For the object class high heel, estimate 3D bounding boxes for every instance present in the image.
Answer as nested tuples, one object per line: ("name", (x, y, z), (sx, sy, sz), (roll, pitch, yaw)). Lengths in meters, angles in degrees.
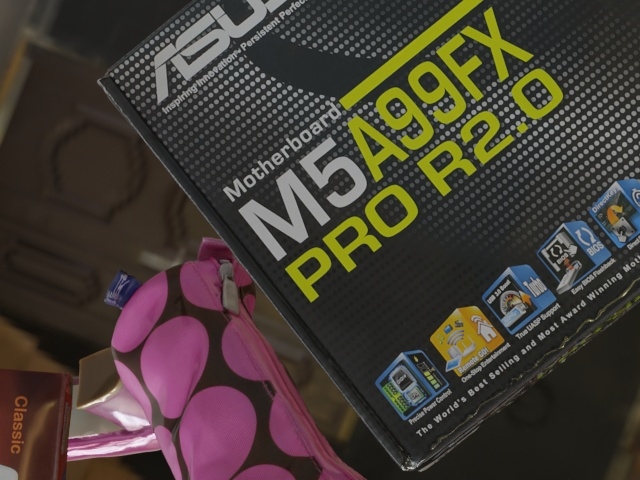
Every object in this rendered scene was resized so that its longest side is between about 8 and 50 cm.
("high heel", (-0.172, 0.133, 1.332), (0.244, 0.117, 0.082), (-27, -129, 37))

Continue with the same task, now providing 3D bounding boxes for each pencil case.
("pencil case", (-0.032, 0.096, 0.911), (0.098, 0.095, 0.209), (-56, -134, 22))

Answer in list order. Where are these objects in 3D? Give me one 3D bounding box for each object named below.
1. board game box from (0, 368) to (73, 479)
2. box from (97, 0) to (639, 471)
("board game box", (-0.176, 0.185, 0.683), (0.027, 0.145, 0.281), (102, -8, -81))
("box", (0.077, -0.066, 0.784), (0.270, 0.216, 0.060), (-38, 170, 1))
